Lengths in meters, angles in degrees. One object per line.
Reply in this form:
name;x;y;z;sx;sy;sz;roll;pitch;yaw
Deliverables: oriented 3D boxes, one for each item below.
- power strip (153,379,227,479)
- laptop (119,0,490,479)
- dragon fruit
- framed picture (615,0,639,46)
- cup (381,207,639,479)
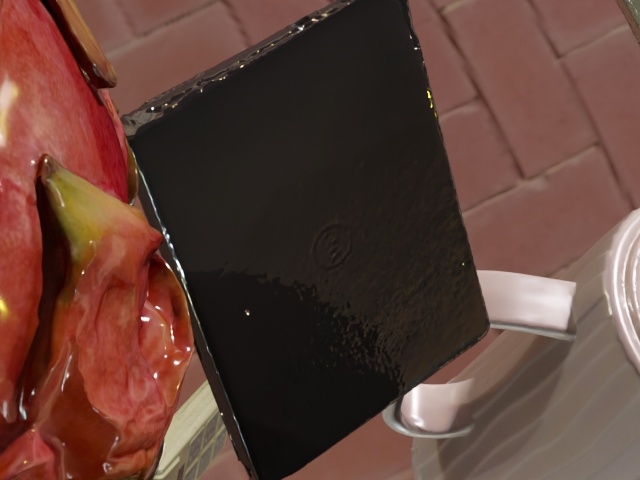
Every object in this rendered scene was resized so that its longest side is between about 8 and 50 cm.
power strip;-0.110;0.170;1.329;0.028;0.169;0.076;20;120;13
laptop;0.000;0.000;0.706;0.135;0.016;0.197;-32;130;-19
dragon fruit;-0.188;-0.027;0.496;0.315;0.250;0.250;14;78;9
framed picture;0.246;-0.173;0.633;0.324;0.020;0.240;-35;132;4
cup;0.190;0.101;1.171;0.288;0.273;0.208;39;50;2
